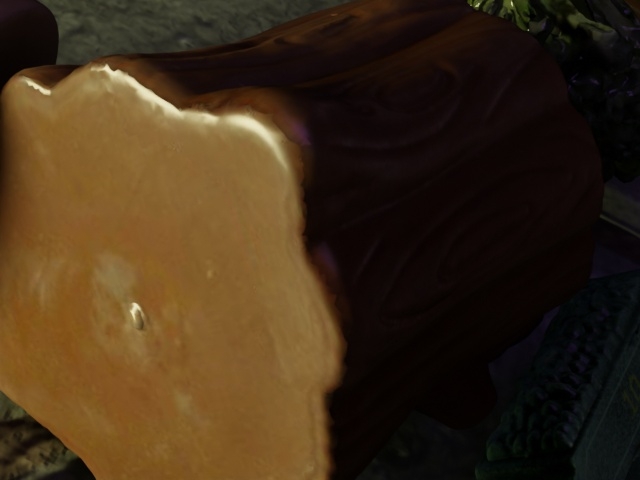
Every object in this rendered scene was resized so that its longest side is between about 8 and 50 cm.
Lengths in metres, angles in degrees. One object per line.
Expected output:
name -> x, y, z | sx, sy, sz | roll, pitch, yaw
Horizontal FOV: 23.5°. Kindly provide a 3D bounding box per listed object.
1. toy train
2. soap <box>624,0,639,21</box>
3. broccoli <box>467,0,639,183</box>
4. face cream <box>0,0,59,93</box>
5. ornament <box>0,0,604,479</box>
toy train -> 0.130, 0.085, 0.709 | 0.099, 0.070, 0.172 | 59, 42, -20
soap -> 0.172, -0.135, 0.951 | 0.033, 0.089, 0.168 | -43, 68, -14
broccoli -> 0.117, -0.177, 0.861 | 0.165, 0.145, 0.304 | -4, 73, -22
face cream -> -0.195, -0.062, 0.650 | 0.104, 0.149, 0.149 | 33, 44, 5
ornament -> 0.000, 0.000, 0.658 | 0.218, 0.235, 0.221 | -27, 82, -45
